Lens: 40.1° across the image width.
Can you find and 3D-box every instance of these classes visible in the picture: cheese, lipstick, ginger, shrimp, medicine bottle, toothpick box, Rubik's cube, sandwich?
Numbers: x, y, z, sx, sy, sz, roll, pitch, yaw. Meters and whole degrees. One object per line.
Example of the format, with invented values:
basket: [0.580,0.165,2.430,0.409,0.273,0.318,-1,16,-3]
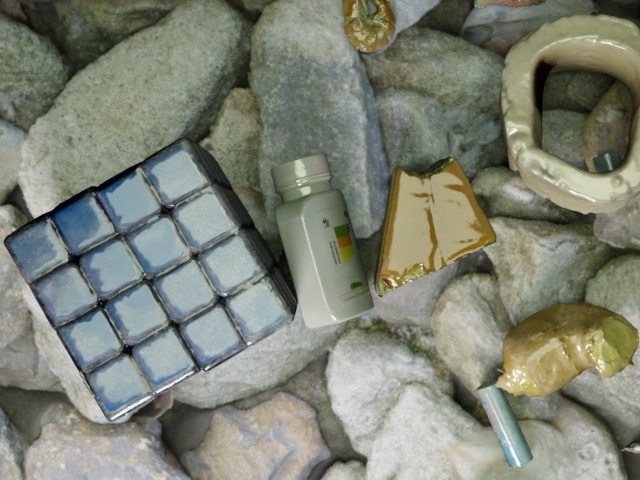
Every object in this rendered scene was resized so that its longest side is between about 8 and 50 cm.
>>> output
cheese: [0.461,-0.215,1.548,0.292,0.153,0.332,3,79,13]
lipstick: [0.340,0.339,1.624,0.048,0.048,0.158,-24,89,0]
ginger: [0.434,0.192,1.581,0.267,0.152,0.138,-24,117,17]
shrimp: [0.085,-0.440,1.636,0.099,0.041,0.180,-12,89,-1]
medicine bottle: [0.000,0.000,1.572,0.111,0.161,0.296,-17,87,32]
toothpick box: [0.541,-0.120,1.625,0.052,0.052,0.083,-16,89,0]
Rubik's cube: [-0.259,0.061,1.483,0.337,0.344,0.344,-30,91,0]
sandwich: [0.165,-0.035,1.577,0.227,0.155,0.198,-26,87,0]

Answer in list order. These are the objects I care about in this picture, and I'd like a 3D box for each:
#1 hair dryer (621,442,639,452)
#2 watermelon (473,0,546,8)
hair dryer: [0.734,0.371,1.592,0.357,0.173,0.107,-3,85,19]
watermelon: [0.360,-0.473,1.621,0.155,0.101,0.080,-5,101,10]
